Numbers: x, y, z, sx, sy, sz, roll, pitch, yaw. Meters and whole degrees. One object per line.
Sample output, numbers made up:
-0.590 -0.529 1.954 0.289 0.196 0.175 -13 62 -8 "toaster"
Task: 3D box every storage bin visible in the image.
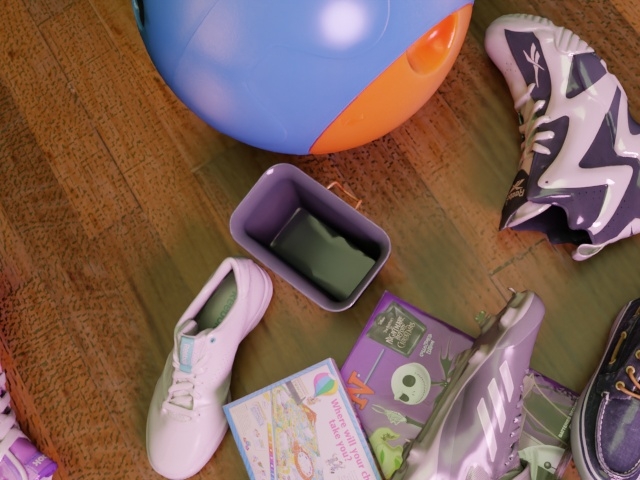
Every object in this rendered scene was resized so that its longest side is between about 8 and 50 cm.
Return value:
0.000 0.000 0.729 0.135 0.091 0.098 36 85 15 "storage bin"

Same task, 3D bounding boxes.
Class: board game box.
-0.006 0.190 0.673 0.103 0.026 0.154 -25 74 4 "board game box"
0.063 0.242 0.687 0.208 0.056 0.346 27 83 19 "board game box"

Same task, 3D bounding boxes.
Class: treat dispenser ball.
-0.014 -0.216 0.679 0.288 0.288 0.288 -2 77 9 "treat dispenser ball"

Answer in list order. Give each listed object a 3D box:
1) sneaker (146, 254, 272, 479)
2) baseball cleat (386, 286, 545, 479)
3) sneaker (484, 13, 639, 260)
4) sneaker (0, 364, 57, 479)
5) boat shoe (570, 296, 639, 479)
-0.113 0.110 0.721 0.080 0.094 0.212 17 81 12 "sneaker"
0.141 0.144 0.646 0.109 0.072 0.206 34 90 2 "baseball cleat"
0.194 -0.083 0.712 0.153 0.094 0.235 -38 84 -9 "sneaker"
-0.311 0.154 0.750 0.161 0.102 0.282 9 89 8 "sneaker"
0.254 0.109 0.631 0.065 0.083 0.183 26 60 3 "boat shoe"
